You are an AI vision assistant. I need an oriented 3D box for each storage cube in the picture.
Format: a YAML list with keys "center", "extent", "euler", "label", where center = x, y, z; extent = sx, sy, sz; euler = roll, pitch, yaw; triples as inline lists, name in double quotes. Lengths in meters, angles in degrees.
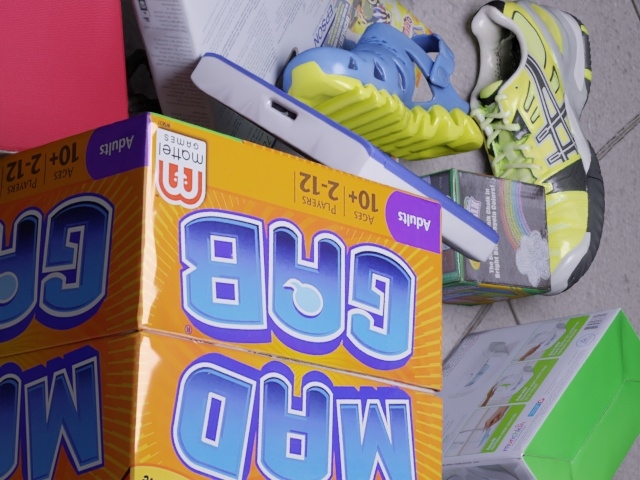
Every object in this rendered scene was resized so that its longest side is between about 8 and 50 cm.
- center: [-0.303, -0.154, 1.730]
  extent: [0.215, 0.184, 0.193]
  euler: [2, 80, -46]
  label: "storage cube"

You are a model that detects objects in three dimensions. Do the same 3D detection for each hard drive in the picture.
- center: [0.031, -0.077, 1.882]
  extent: [0.040, 0.210, 0.319]
  euler: [-58, 151, 1]
  label: "hard drive"

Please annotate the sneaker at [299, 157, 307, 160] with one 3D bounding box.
- center: [-0.006, -0.019, 2.048]
  extent: [0.059, 0.053, 0.144]
  euler: [-32, 100, -37]
  label: "sneaker"

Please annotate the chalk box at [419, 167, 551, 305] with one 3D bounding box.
- center: [0.144, -0.003, 2.196]
  extent: [0.213, 0.132, 0.132]
  euler: [8, 75, -44]
  label: "chalk box"

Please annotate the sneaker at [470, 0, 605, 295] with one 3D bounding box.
- center: [0.244, -0.114, 2.337]
  extent: [0.147, 0.145, 0.384]
  euler: [15, 59, -35]
  label: "sneaker"

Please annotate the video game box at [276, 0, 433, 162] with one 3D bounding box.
- center: [0.035, -0.201, 2.192]
  extent: [0.187, 0.048, 0.205]
  euler: [38, 56, -36]
  label: "video game box"

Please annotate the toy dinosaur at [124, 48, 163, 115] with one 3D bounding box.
- center: [-0.201, -0.159, 1.929]
  extent: [0.118, 0.064, 0.268]
  euler: [20, 63, -34]
  label: "toy dinosaur"

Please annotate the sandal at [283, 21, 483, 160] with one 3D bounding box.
- center: [0.061, -0.172, 2.088]
  extent: [0.317, 0.126, 0.138]
  euler: [11, 70, -59]
  label: "sandal"

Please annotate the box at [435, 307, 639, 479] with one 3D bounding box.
- center: [0.216, 0.208, 2.142]
  extent: [0.127, 0.231, 0.262]
  euler: [58, 46, -19]
  label: "box"

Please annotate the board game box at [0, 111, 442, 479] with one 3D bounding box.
- center: [-0.141, 0.129, 1.700]
  extent: [0.356, 0.356, 0.356]
  euler: [15, 70, -44]
  label: "board game box"

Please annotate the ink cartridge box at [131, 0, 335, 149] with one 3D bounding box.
- center: [-0.084, -0.255, 1.943]
  extent: [0.330, 0.071, 0.324]
  euler: [80, 26, -45]
  label: "ink cartridge box"
